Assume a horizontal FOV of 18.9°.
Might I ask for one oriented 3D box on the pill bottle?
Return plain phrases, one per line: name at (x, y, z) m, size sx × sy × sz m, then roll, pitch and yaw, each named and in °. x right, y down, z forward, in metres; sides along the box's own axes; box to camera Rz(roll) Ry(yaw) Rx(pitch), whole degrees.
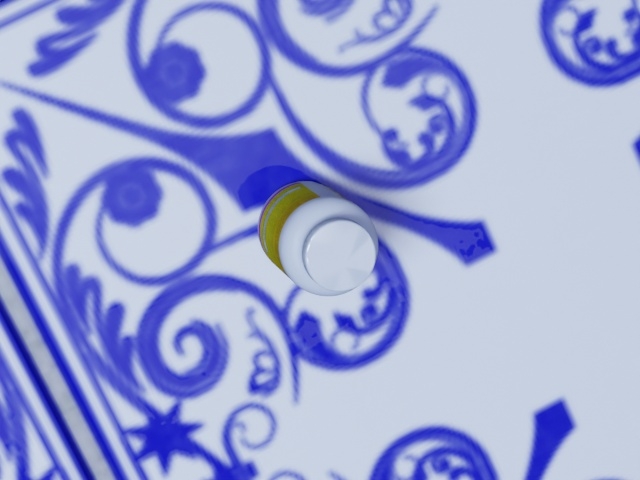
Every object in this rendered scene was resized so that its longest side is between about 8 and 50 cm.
pill bottle at (0.000, 0.000, 0.838) m, size 0.043 × 0.083 × 0.043 m, roll -2°, pitch 99°, yaw -11°
